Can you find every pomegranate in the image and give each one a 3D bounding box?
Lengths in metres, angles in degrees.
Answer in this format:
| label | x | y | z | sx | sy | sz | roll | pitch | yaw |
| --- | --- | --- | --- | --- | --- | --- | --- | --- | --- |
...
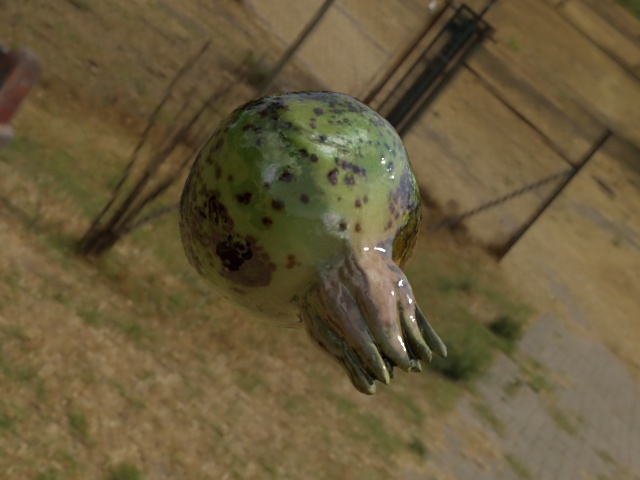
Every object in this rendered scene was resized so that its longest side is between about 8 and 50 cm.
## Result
| label | x | y | z | sx | sy | sz | roll | pitch | yaw |
| --- | --- | --- | --- | --- | --- | --- | --- | --- | --- |
| pomegranate | -0.012 | 0.011 | 1.109 | 0.222 | 0.204 | 0.276 | 17 | 61 | -51 |
